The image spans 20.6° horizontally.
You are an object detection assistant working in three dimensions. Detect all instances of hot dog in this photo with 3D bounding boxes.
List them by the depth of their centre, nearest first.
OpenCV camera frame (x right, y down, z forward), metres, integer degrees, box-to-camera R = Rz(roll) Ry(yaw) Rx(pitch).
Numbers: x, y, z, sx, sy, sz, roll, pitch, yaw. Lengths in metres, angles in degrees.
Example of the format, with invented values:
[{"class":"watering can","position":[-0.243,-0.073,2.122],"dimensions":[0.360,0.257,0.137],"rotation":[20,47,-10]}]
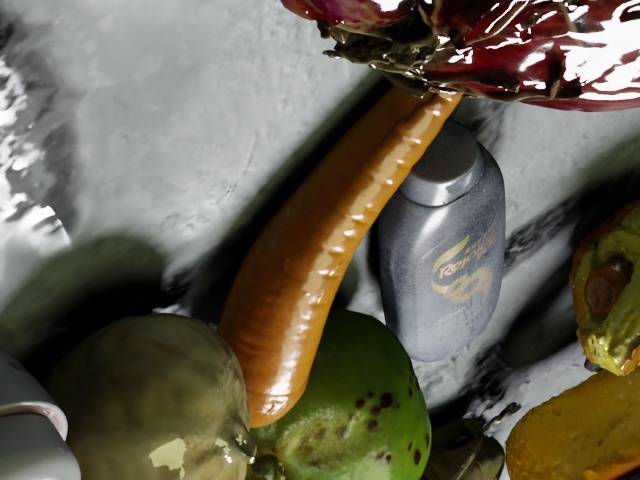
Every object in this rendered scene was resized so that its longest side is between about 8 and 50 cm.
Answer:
[{"class":"hot dog","position":[0.237,0.017,1.288],"dimensions":[0.123,0.093,0.261],"rotation":[-61,164,24]}]

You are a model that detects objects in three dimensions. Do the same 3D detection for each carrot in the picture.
[{"class":"carrot","position":[0.000,0.000,0.961],"dimensions":[0.271,0.066,0.062],"rotation":[-64,176,26]}]

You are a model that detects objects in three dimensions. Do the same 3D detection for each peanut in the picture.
[{"class":"peanut","position":[-0.116,0.137,0.948],"dimensions":[0.224,0.129,0.129],"rotation":[-49,154,26]}]

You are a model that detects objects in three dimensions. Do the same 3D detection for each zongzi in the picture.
[{"class":"zongzi","position":[0.114,0.233,1.380],"dimensions":[0.189,0.178,0.081],"rotation":[-19,161,-39]}]

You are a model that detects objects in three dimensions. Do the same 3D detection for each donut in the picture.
[{"class":"donut","position":[0.262,0.158,1.367],"dimensions":[0.254,0.118,0.253],"rotation":[-18,161,-6]}]

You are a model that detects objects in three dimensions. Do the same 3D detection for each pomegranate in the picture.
[{"class":"pomegranate","position":[0.014,0.115,1.099],"dimensions":[0.169,0.122,0.143],"rotation":[-6,111,-47]}]

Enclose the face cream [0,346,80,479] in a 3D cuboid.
[{"class":"face cream","position":[-0.178,0.101,0.824],"dimensions":[0.117,0.104,0.117],"rotation":[-32,155,-17]}]

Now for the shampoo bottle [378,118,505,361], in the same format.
[{"class":"shampoo bottle","position":[0.075,0.002,1.076],"dimensions":[0.087,0.049,0.233],"rotation":[-36,156,-13]}]

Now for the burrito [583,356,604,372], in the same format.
[{"class":"burrito","position":[0.330,0.034,1.443],"dimensions":[0.066,0.096,0.309],"rotation":[-19,152,-55]}]

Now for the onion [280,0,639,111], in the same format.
[{"class":"onion","position":[0.058,-0.159,0.583],"dimensions":[0.281,0.221,0.280],"rotation":[-20,120,-38]}]
